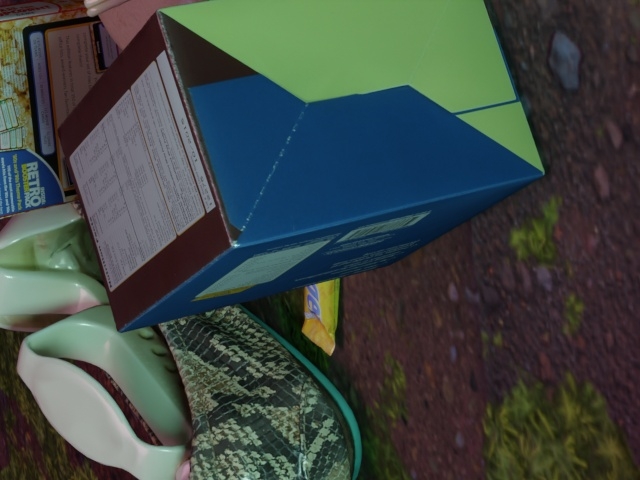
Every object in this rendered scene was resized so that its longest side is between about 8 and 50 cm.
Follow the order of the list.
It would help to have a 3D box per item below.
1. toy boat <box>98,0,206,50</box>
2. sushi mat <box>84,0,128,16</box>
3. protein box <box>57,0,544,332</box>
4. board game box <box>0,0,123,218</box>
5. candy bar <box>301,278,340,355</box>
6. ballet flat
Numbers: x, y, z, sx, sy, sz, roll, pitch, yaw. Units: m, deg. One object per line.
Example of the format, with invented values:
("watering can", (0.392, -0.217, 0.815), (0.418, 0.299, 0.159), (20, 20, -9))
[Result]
("toy boat", (-0.100, -0.279, 1.212), (0.318, 0.148, 0.267), (66, 157, 5))
("sushi mat", (-0.034, -0.249, 1.035), (0.316, 0.019, 0.151), (-19, 86, 31))
("protein box", (-0.018, -0.052, 1.069), (0.201, 0.200, 0.136), (-33, 72, 62))
("board game box", (-0.172, -0.105, 1.346), (0.045, 0.193, 0.146), (30, 127, 56))
("candy bar", (0.000, 0.000, 1.260), (0.040, 0.018, 0.161), (38, 135, 50))
("ballet flat", (-0.154, 0.058, 1.401), (0.483, 0.182, 0.164), (48, 142, 44))
